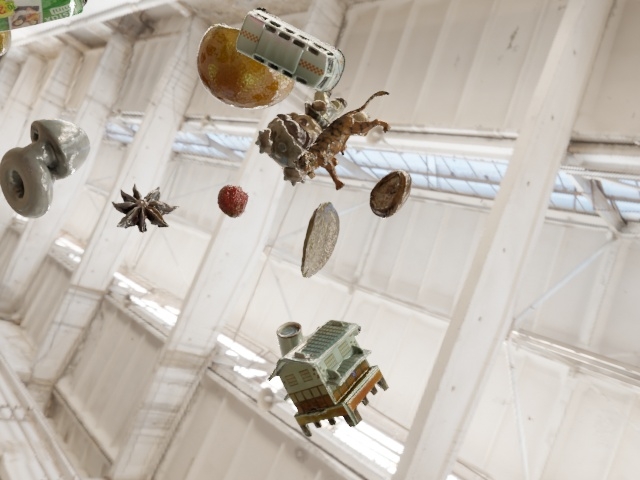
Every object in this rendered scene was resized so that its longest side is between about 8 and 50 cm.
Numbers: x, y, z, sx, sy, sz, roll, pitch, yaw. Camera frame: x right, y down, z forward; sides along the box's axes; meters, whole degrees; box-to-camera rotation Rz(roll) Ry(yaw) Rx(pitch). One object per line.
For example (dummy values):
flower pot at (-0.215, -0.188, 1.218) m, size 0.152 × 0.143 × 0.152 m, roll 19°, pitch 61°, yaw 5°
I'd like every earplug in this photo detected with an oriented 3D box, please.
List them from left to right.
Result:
earplug at (-0.834, -0.220, 1.578) m, size 0.214 × 0.175 × 0.326 m, roll 37°, pitch -89°, yaw 16°

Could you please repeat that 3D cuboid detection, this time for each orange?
orange at (-0.176, -0.390, 1.185) m, size 0.237 × 0.179 × 0.158 m, roll 19°, pitch -131°, yaw 10°

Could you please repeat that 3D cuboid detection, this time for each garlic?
garlic at (0.099, -0.358, 1.614) m, size 0.152 × 0.066 × 0.084 m, roll -163°, pitch -109°, yaw -64°

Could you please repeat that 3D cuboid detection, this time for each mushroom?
mushroom at (0.164, -0.107, 1.204) m, size 0.123 × 0.052 × 0.123 m, roll -41°, pitch -146°, yaw 35°

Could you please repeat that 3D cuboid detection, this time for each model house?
model house at (0.016, 0.336, 1.300) m, size 0.198 × 0.224 × 0.215 m, roll -30°, pitch -91°, yaw 38°

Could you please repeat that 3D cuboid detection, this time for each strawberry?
strawberry at (-0.268, -0.118, 1.600) m, size 0.106 × 0.106 × 0.106 m, roll -20°, pitch -122°, yaw 36°

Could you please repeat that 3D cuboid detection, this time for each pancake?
pancake at (0.001, 0.000, 1.639) m, size 0.031 × 0.250 × 0.250 m, roll 17°, pitch -97°, yaw 21°

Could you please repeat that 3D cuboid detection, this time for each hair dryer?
hair dryer at (0.002, 0.280, 1.468) m, size 0.236 × 0.131 × 0.073 m, roll -13°, pitch -154°, yaw -8°

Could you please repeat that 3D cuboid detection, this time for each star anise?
star anise at (-0.513, -0.088, 1.532) m, size 0.205 × 0.180 × 0.061 m, roll -88°, pitch -160°, yaw -45°

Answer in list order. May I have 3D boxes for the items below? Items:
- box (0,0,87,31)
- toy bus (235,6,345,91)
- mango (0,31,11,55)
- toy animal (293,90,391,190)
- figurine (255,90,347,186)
box at (-0.514, -0.422, 0.809) m, size 0.180 × 0.250 × 0.103 m, roll 69°, pitch -15°, yaw -3°
toy bus at (-0.054, -0.331, 0.923) m, size 0.087 × 0.193 × 0.089 m, roll -63°, pitch 177°, yaw 26°
mango at (-0.845, -0.535, 1.328) m, size 0.194 × 0.091 × 0.130 m, roll 32°, pitch -47°, yaw 39°
toy animal at (0.050, -0.234, 1.142) m, size 0.255 × 0.116 × 0.114 m, roll -51°, pitch -148°, yaw 2°
figurine at (-0.059, -0.398, 1.890) m, size 0.381 × 0.248 × 0.203 m, roll -52°, pitch -150°, yaw -18°
